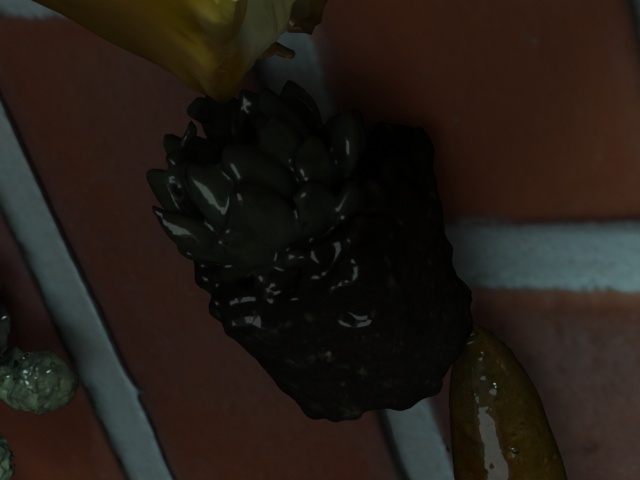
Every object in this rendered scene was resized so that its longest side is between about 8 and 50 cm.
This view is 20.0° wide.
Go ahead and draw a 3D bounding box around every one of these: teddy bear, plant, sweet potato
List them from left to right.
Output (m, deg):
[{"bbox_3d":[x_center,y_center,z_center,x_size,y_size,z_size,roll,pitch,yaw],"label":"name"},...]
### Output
[{"bbox_3d":[-0.268,0.063,1.206,0.213,0.111,0.133,41,94,-23],"label":"teddy bear"},{"bbox_3d":[0.000,0.000,0.990,0.132,0.129,0.194,-11,126,32],"label":"plant"},{"bbox_3d":[0.160,0.195,1.114,0.108,0.079,0.346,-33,112,30],"label":"sweet potato"}]

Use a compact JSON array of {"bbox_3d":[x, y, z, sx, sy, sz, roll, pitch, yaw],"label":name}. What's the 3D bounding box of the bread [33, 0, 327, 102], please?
[{"bbox_3d":[-0.084,-0.258,0.673,0.394,0.361,0.250,28,150,10],"label":"bread"}]
